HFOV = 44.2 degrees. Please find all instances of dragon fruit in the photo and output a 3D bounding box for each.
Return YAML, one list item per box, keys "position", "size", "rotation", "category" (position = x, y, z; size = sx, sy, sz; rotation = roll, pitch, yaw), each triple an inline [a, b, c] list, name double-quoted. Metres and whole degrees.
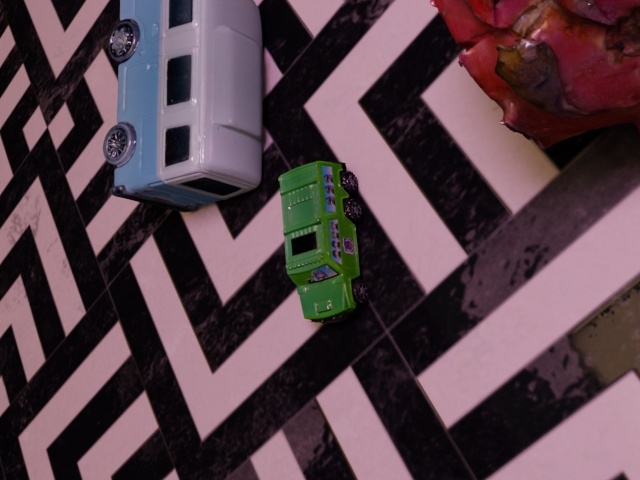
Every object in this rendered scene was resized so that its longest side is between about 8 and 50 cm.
- position: [0.226, -0.219, 0.540]
  size: [0.291, 0.250, 0.269]
  rotation: [-36, 40, 33]
  category: "dragon fruit"

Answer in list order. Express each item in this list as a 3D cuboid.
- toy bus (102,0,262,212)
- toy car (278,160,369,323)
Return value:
- position: [-0.148, -0.183, 0.922]
  size: [0.165, 0.133, 0.271]
  rotation: [-8, 78, 34]
  category: "toy bus"
- position: [0.000, 0.000, 0.798]
  size: [0.071, 0.062, 0.165]
  rotation: [-18, 69, 36]
  category: "toy car"
